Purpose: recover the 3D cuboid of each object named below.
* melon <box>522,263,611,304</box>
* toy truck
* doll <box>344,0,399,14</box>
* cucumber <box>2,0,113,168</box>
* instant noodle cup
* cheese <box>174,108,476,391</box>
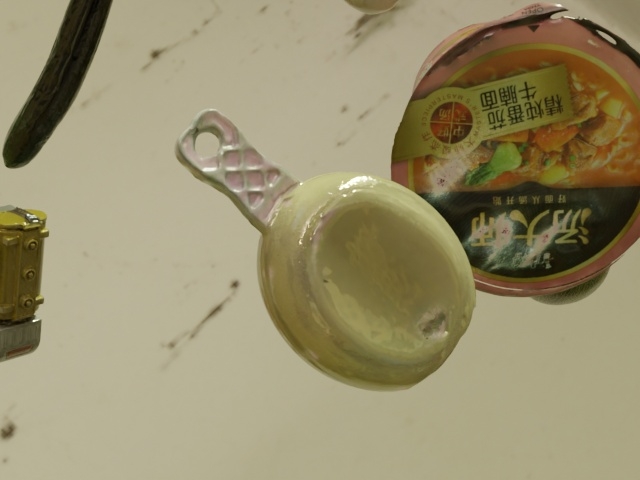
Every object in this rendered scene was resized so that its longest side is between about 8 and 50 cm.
[{"bbox_3d":[0.345,0.024,1.610,0.139,0.139,0.192,39,-27,10],"label":"melon"},{"bbox_3d":[-0.235,0.031,0.833,0.062,0.052,0.123,27,-63,36],"label":"toy truck"},{"bbox_3d":[0.018,-0.435,1.139,0.376,0.187,0.366,35,-58,41],"label":"doll"},{"bbox_3d":[-0.298,-0.208,1.308,0.056,0.284,0.056,28,6,-3],"label":"cucumber"},{"bbox_3d":[0.171,-0.102,1.018,0.244,0.244,0.255,57,10,-16],"label":"instant noodle cup"},{"bbox_3d":[0.000,0.000,0.729,0.227,0.137,0.064,40,-24,-14],"label":"cheese"}]
